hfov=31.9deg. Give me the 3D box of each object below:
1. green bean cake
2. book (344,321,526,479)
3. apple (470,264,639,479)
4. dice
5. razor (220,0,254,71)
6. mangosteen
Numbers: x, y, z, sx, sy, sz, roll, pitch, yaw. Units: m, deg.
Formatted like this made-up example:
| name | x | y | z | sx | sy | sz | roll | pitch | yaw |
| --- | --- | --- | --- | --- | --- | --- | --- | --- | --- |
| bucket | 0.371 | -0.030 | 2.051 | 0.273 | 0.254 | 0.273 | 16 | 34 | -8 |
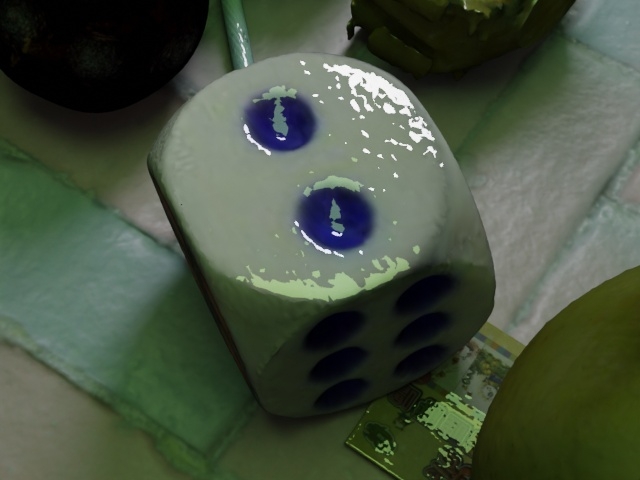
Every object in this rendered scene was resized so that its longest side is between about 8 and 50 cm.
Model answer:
| name | x | y | z | sx | sy | sz | roll | pitch | yaw |
| --- | --- | --- | --- | --- | --- | --- | --- | --- | --- |
| green bean cake | 0.194 | -0.331 | 1.215 | 0.202 | 0.285 | 0.310 | 38 | 66 | 11 |
| book | 0.144 | 0.169 | 1.085 | 0.168 | 0.013 | 0.192 | 33 | 64 | 13 |
| apple | 0.342 | 0.214 | 0.851 | 0.474 | 0.473 | 0.473 | 2 | 61 | -3 |
| dice | 0.000 | 0.000 | 1.023 | 0.243 | 0.259 | 0.251 | -24 | 63 | -11 |
| razor | -0.093 | -0.241 | 1.272 | 0.106 | 0.068 | 0.232 | -9 | 67 | -9 |
| mangosteen | -0.224 | -0.286 | 1.145 | 0.275 | 0.302 | 0.275 | 18 | 53 | -26 |
